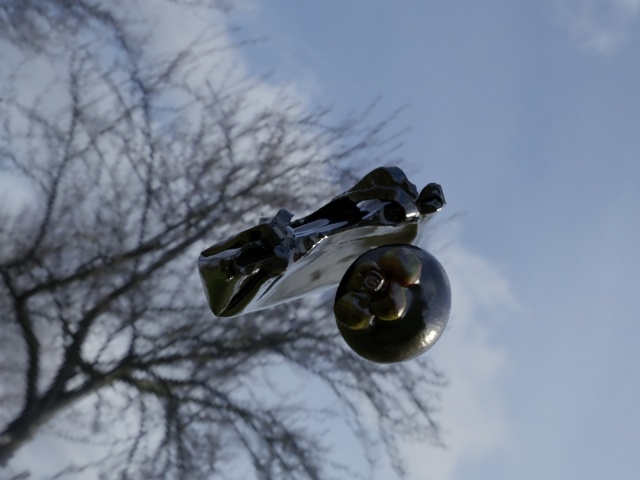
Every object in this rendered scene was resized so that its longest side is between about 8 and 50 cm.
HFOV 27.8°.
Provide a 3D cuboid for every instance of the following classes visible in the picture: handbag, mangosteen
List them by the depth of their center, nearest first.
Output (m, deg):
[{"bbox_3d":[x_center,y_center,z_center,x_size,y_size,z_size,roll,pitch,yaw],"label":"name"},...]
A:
[{"bbox_3d":[0.074,0.064,1.401,0.137,0.137,0.151,44,1,28],"label":"mangosteen"},{"bbox_3d":[0.000,0.000,1.565,0.257,0.285,0.114,141,-68,-75],"label":"handbag"}]
